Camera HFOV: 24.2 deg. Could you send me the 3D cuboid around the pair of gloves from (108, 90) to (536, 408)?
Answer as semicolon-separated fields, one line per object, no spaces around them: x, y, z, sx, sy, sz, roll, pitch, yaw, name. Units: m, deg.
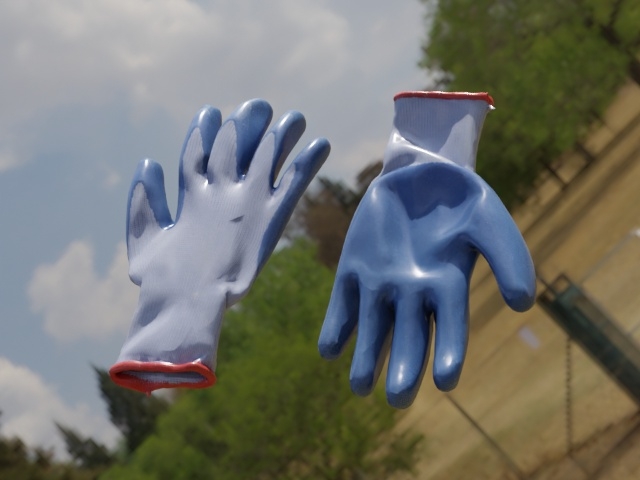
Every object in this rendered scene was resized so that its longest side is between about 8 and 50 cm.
0.000;0.000;0.657;0.023;0.198;0.159;62;-145;-54;pair of gloves
